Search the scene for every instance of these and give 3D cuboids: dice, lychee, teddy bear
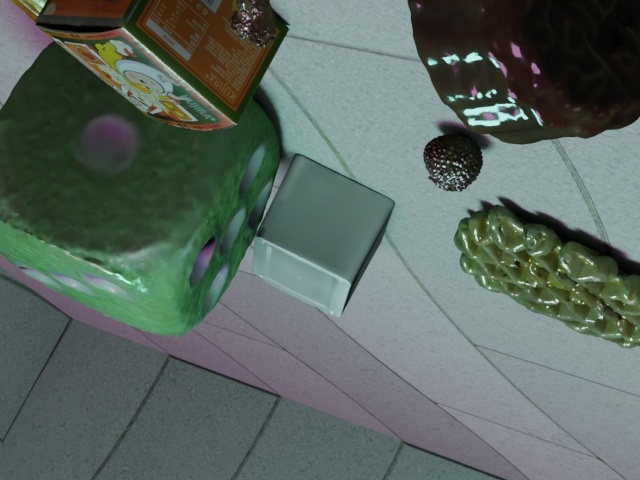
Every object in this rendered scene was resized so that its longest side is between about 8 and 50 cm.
[{"bbox_3d":[-0.257,-0.074,2.157,0.322,0.318,0.330,25,166,9],"label":"dice"},{"bbox_3d":[0.153,-0.092,1.869,0.083,0.068,0.067,-24,128,40],"label":"lychee"},{"bbox_3d":[-0.087,-0.282,1.652,0.160,0.078,0.119,54,177,-26],"label":"teddy bear"}]

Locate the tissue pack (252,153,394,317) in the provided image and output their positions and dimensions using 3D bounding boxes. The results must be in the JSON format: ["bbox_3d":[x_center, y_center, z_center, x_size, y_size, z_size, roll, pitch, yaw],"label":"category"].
[{"bbox_3d":[-0.001,0.000,2.321,0.159,0.136,0.246,26,165,3],"label":"tissue pack"}]

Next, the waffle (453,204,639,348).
[{"bbox_3d":[0.317,0.055,2.107,0.309,0.056,0.292,25,165,3],"label":"waffle"}]

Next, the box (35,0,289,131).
[{"bbox_3d":[-0.179,-0.238,1.801,0.178,0.148,0.195,10,158,46],"label":"box"}]

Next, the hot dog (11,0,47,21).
[{"bbox_3d":[-0.288,-0.289,1.900,0.337,0.100,0.135,40,-171,-43],"label":"hot dog"}]

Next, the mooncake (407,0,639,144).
[{"bbox_3d":[0.176,-0.185,1.224,0.124,0.228,0.228,-3,148,47],"label":"mooncake"}]
